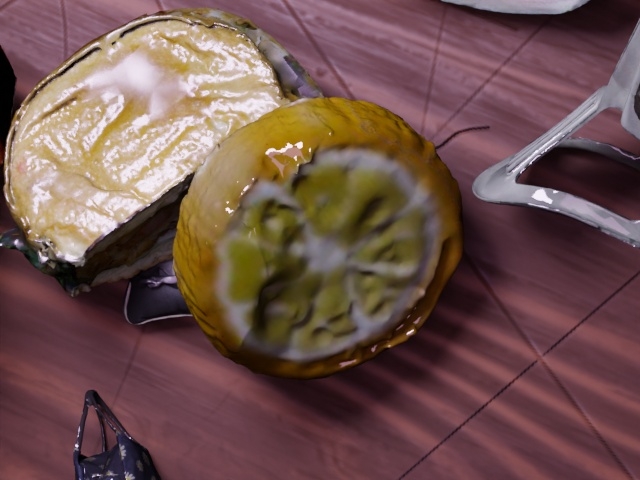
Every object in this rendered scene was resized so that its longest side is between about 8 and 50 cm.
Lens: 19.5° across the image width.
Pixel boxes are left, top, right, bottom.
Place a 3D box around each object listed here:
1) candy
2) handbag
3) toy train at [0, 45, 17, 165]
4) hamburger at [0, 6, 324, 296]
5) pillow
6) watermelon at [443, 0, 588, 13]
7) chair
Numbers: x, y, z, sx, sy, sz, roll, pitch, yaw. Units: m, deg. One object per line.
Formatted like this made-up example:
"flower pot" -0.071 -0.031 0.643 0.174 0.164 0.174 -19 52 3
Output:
"candy" 0.000 0.000 1.600 0.260 0.260 0.118 -43 41 6
"handbag" -0.191 0.202 1.699 0.072 0.115 0.139 -24 69 8
"toy train" -0.396 -0.072 1.628 0.232 0.163 0.369 -8 56 15
"hamburger" -0.164 -0.099 1.661 0.309 0.132 0.211 -35 69 1
"pillow" -0.115 0.035 1.706 0.136 0.055 0.091 4 65 6
"watermelon" 0.191 -0.309 1.603 0.260 0.176 0.256 23 96 3
"chair" 0.278 -0.109 1.553 0.190 0.203 0.274 33 113 4
